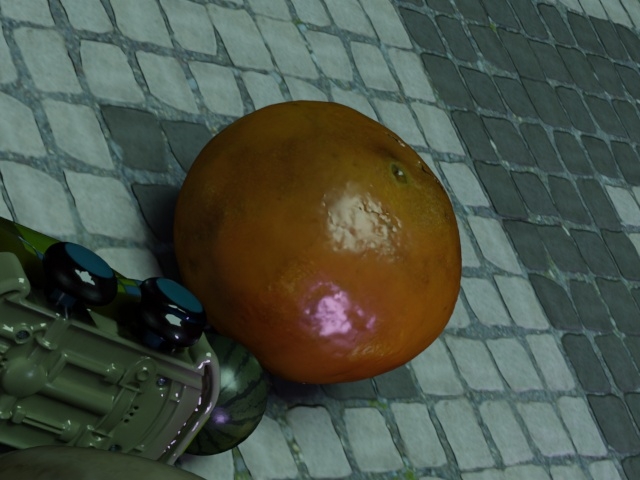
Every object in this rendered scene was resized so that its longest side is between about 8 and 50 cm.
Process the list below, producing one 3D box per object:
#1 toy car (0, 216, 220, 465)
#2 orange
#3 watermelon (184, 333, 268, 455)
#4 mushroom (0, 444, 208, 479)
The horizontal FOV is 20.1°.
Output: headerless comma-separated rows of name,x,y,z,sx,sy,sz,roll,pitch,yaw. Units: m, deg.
toy car,-0.216,0.070,1.399,0.248,0.204,0.198,25,18,-36
orange,0.000,0.000,1.701,0.284,0.226,0.284,31,33,-23
watermelon,-0.097,0.130,1.558,0.105,0.105,0.133,52,8,-3
mushroom,-0.154,0.290,1.216,0.292,0.292,0.290,32,68,-32
